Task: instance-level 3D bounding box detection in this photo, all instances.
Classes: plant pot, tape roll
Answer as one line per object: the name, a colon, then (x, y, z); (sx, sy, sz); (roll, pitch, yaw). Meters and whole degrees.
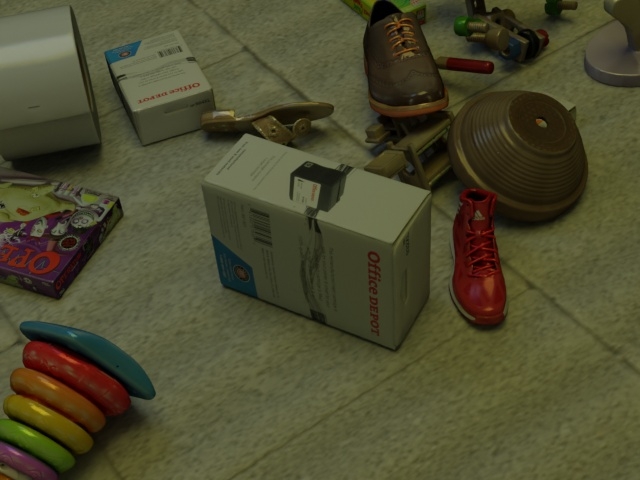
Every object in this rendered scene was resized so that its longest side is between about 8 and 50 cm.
plant pot: (0.331, -0.158, 1.799); (0.237, 0.109, 0.237); (9, 58, -14)
tape roll: (-0.487, -0.271, 1.951); (0.169, 0.246, 0.246); (-11, 45, -6)

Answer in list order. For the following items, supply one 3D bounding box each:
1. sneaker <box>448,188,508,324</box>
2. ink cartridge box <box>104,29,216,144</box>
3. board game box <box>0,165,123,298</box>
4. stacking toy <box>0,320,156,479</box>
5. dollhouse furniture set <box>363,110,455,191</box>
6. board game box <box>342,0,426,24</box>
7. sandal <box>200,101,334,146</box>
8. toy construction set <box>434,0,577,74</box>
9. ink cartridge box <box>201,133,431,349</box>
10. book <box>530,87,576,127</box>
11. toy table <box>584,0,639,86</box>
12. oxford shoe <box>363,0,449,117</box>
sneaker: (0.230, 0.011, 1.684); (0.087, 0.128, 0.221); (-8, 45, -2)
ink cartridge box: (-0.289, -0.278, 2.050); (0.148, 0.086, 0.203); (-19, 47, -12)
board game box: (-0.525, -0.030, 1.857); (0.347, 0.056, 0.208); (14, 53, 18)
stacking toy: (-0.374, 0.267, 1.495); (0.166, 0.175, 0.301); (2, 57, 48)
dollhouse furniture set: (0.123, -0.129, 1.886); (0.182, 0.101, 0.161); (-39, 30, -28)
board game box: (0.119, -0.473, 2.235); (0.092, 0.043, 0.181); (-27, 49, -19)
sandal: (-0.092, -0.185, 1.966); (0.240, 0.088, 0.079); (-3, 76, 12)
toy construction set: (0.279, -0.436, 2.095); (0.237, 0.257, 0.309); (12, 56, 40)
ink cartridge box: (0.000, 0.000, 1.651); (0.307, 0.223, 0.129); (19, 49, 22)
book: (0.359, -0.205, 1.959); (0.144, 0.035, 0.096); (-35, 48, -25)
toy table: (0.609, -0.403, 2.039); (0.274, 0.161, 0.252); (-32, 51, -25)
oxford shoe: (0.132, -0.315, 1.953); (0.130, 0.132, 0.363); (-13, 29, -6)
